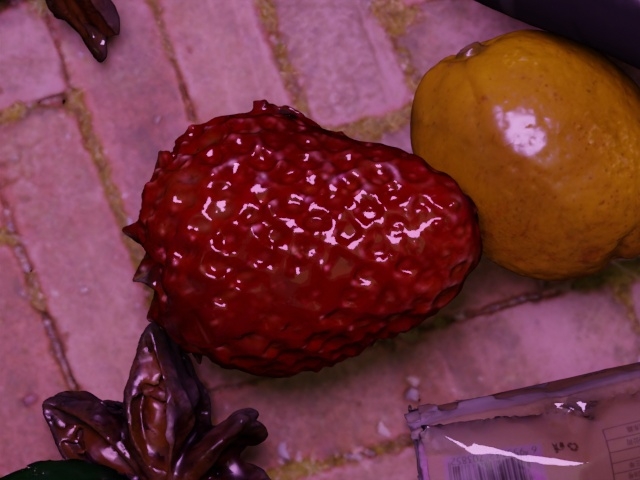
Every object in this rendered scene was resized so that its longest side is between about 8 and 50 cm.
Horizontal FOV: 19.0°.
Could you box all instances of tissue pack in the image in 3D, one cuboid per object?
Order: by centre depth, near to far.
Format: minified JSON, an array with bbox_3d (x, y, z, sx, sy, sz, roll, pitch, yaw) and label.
[{"bbox_3d":[0.206,0.204,1.426,0.257,0.123,0.215,-11,93,3],"label":"tissue pack"}]

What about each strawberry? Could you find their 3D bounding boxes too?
[{"bbox_3d":[0.000,0.000,1.377,0.244,0.205,0.205,-7,91,25],"label":"strawberry"}]

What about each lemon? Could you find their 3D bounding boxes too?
[{"bbox_3d":[0.163,-0.061,1.400,0.170,0.170,0.207,-42,92,3],"label":"lemon"}]

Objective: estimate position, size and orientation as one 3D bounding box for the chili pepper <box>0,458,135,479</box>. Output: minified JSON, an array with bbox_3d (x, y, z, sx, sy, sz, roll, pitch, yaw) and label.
[{"bbox_3d":[-0.192,0.297,1.318,0.233,0.257,0.248,1,114,38],"label":"chili pepper"}]

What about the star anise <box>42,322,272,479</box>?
[{"bbox_3d":[-0.126,0.192,1.454,0.214,0.099,0.220,45,110,16],"label":"star anise"}]

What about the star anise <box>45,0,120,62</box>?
[{"bbox_3d":[-0.233,-0.292,1.443,0.315,0.108,0.315,0,91,6],"label":"star anise"}]

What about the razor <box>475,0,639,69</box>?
[{"bbox_3d":[0.260,-0.177,1.345,0.349,0.204,0.113,30,126,19],"label":"razor"}]
